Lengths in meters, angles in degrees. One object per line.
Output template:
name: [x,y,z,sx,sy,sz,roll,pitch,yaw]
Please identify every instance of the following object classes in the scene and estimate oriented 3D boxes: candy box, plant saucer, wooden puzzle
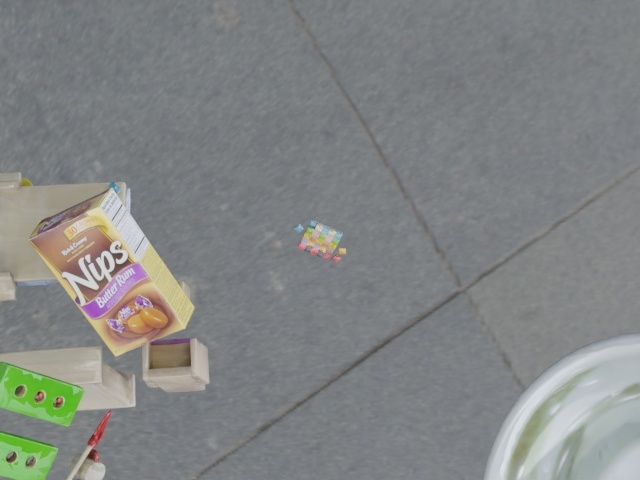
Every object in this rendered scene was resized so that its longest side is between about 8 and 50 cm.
candy box: [-0.248,0.040,1.417,0.186,0.109,0.053,58,24,-21]
plant saucer: [0.348,0.291,1.167,0.100,0.400,0.400,7,77,-50]
wooden puzzle: [0.000,0.000,1.684,0.083,0.049,0.006,22,31,-10]

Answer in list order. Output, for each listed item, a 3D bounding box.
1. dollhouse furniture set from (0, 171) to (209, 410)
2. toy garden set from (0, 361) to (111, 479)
dollhouse furniture set: [-0.289,0.059,1.584,0.286,0.198,0.303,-4,74,3]
toy garden set: [-0.319,0.262,1.265,0.204,0.049,0.244,30,82,-49]
